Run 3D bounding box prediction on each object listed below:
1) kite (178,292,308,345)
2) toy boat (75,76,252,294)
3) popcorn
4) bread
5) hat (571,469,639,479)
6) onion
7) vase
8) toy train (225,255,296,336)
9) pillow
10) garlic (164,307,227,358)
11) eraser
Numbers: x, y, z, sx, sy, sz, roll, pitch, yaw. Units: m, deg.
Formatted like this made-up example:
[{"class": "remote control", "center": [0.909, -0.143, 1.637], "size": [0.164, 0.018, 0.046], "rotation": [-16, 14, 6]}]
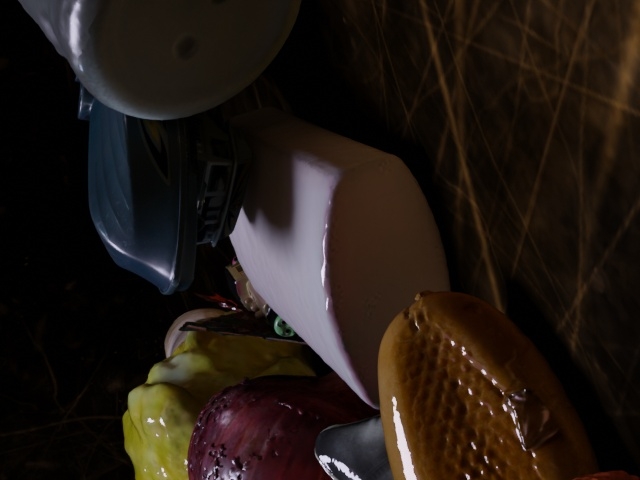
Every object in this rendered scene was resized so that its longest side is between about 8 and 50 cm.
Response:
[{"class": "kite", "center": [-0.053, 0.082, 1.080], "size": [0.189, 0.232, 0.009], "rotation": [18, 102, 31]}, {"class": "toy boat", "center": [-0.123, -0.062, 0.820], "size": [0.296, 0.122, 0.114], "rotation": [-110, 30, -50]}, {"class": "popcorn", "center": [-0.068, 0.250, 1.203], "size": [0.292, 0.294, 0.334], "rotation": [31, -162, 11]}, {"class": "bread", "center": [0.097, 0.120, 0.612], "size": [0.077, 0.114, 0.189], "rotation": [20, -134, -57]}, {"class": "hat", "center": [0.175, 0.168, 0.481], "size": [0.162, 0.093, 0.112], "rotation": [-14, 109, 58]}, {"class": "onion", "center": [0.008, 0.200, 0.945], "size": [0.252, 0.219, 0.252], "rotation": [29, 175, 3]}, {"class": "vase", "center": [-0.163, -0.236, 0.775], "size": [0.291, 0.245, 0.245], "rotation": [52, 161, 34]}, {"class": "toy train", "center": [-0.037, 0.049, 1.053], "size": [0.138, 0.087, 0.050], "rotation": [45, 158, 55]}, {"class": "pillow", "center": [0.070, 0.133, 0.677], "size": [0.055, 0.135, 0.091], "rotation": [61, 177, -35]}, {"class": "garlic", "center": [-0.121, 0.196, 1.483], "size": [0.228, 0.152, 0.228], "rotation": [56, 169, 16]}, {"class": "eraser", "center": [0.000, 0.000, 0.810], "size": [0.270, 0.094, 0.174], "rotation": [-144, 39, -67]}]
